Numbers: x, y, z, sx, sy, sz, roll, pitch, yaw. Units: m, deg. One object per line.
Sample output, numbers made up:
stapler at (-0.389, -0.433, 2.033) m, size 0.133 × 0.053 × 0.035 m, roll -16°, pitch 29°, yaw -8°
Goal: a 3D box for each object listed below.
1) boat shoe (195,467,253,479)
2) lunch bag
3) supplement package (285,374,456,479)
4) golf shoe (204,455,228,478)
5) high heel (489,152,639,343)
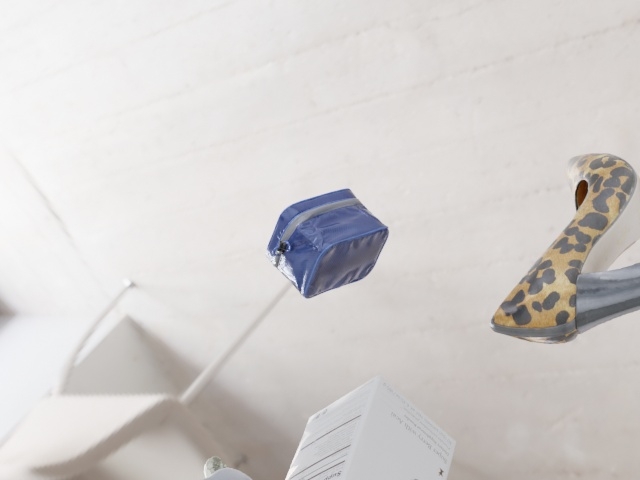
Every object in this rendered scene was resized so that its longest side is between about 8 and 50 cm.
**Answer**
boat shoe at (-0.145, 0.355, 1.606) m, size 0.076 × 0.228 × 0.080 m, roll -42°, pitch 74°, yaw 14°
lunch bag at (0.000, 0.000, 1.042) m, size 0.065 × 0.098 × 0.067 m, roll 46°, pitch 131°, yaw 28°
supplement package at (0.058, 0.382, 1.818) m, size 0.177 × 0.293 × 0.175 m, roll 42°, pitch 129°, yaw -15°
golf shoe at (-0.161, 0.420, 1.895) m, size 0.086 × 0.069 × 0.176 m, roll -14°, pitch 103°, yaw 14°
high heel at (0.223, -0.003, 1.176) m, size 0.186 × 0.261 × 0.093 m, roll -17°, pitch 121°, yaw -1°
